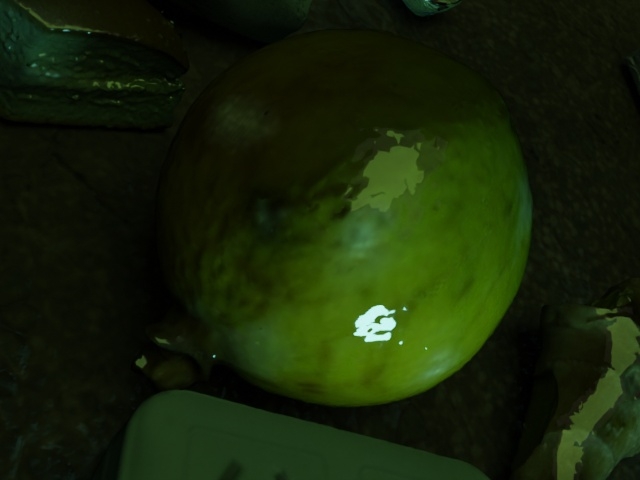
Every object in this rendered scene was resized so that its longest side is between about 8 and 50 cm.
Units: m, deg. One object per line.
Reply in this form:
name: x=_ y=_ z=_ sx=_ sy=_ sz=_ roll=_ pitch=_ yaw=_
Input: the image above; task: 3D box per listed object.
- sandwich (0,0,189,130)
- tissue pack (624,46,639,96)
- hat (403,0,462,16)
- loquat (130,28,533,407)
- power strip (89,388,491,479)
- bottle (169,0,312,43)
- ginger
sandwich: x=-0.195 y=-0.147 z=0.448 sx=0.244 sy=0.090 sz=0.088 roll=39 pitch=50 yaw=-6
tissue pack: x=0.467 y=-0.138 z=0.791 sx=0.225 sy=0.124 sz=0.185 roll=2 pitch=63 yaw=-29
hat: x=0.098 y=-0.245 z=0.684 sx=0.077 sy=0.059 sz=0.076 roll=-30 pitch=98 yaw=-31
loquat: x=0.000 y=0.000 z=0.421 sx=0.246 sy=0.213 sz=0.213 roll=-40 pitch=88 yaw=-19
power strip: x=-0.013 y=0.229 z=0.350 sx=0.229 sy=0.141 sz=0.261 roll=19 pitch=43 yaw=-21
bottle: x=-0.126 y=-0.220 z=0.511 sx=0.270 sy=0.083 sz=0.083 roll=17 pitch=58 yaw=-31
ginger: x=0.186 y=0.156 z=0.514 sx=0.131 sy=0.086 sz=0.294 roll=35 pitch=61 yaw=-20
